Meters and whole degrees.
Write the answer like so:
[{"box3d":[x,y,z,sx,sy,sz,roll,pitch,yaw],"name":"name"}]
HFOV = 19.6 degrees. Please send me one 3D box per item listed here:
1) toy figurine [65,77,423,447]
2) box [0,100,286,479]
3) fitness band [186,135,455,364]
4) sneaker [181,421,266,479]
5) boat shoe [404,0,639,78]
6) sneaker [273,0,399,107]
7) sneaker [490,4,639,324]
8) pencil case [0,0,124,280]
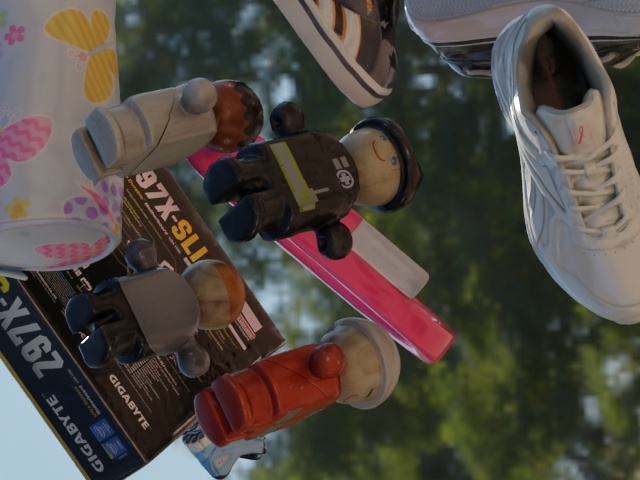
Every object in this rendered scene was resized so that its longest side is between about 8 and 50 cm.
[{"box3d":[-0.048,0.005,1.169,0.148,0.209,0.213,-16,-63,-41],"name":"toy figurine"},{"box3d":[-0.201,0.028,1.664,0.322,0.079,0.257,55,-146,-4],"name":"box"},{"box3d":[0.000,0.000,1.593,0.054,0.291,0.209,-50,7,-6],"name":"fitness band"},{"box3d":[-0.081,0.198,1.982,0.162,0.063,0.073,-38,-70,-41],"name":"sneaker"},{"box3d":[0.240,-0.208,1.616,0.119,0.335,0.121,45,-126,-47],"name":"boat shoe"},{"box3d":[0.017,-0.227,1.483,0.321,0.127,0.126,48,-166,-53],"name":"sneaker"},{"box3d":[0.172,-0.053,1.258,0.115,0.090,0.232,51,-162,-82],"name":"sneaker"},{"box3d":[-0.204,-0.115,1.300,0.113,0.124,0.273,20,-121,-53],"name":"pencil case"}]
